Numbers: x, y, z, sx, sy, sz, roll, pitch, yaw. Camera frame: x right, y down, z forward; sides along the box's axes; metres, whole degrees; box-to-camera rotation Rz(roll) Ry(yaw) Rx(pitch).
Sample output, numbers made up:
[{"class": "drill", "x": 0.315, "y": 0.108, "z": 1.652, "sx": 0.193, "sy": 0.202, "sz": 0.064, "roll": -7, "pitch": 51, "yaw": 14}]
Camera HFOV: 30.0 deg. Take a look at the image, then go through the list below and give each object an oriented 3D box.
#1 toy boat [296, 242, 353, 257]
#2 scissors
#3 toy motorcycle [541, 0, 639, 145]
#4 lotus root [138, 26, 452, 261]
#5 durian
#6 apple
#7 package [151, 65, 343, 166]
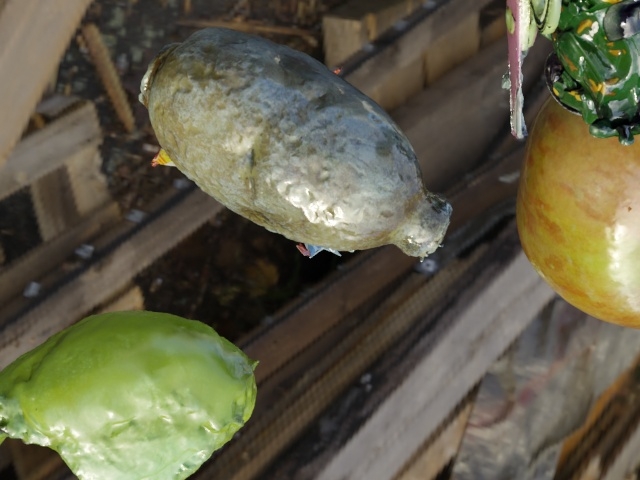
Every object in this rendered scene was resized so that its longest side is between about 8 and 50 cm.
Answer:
[{"class": "toy boat", "x": -0.002, "y": -0.009, "z": 2.245, "sx": 0.149, "sy": 0.105, "sz": 0.034, "roll": -11, "pitch": 144, "yaw": -38}, {"class": "scissors", "x": 0.130, "y": -0.145, "z": 0.766, "sx": 0.187, "sy": 0.020, "sz": 0.133, "roll": 83, "pitch": -1, "yaw": -54}, {"class": "toy motorcycle", "x": 0.292, "y": -0.206, "z": 1.162, "sx": 0.125, "sy": 0.187, "sz": 0.274, "roll": -33, "pitch": 142, "yaw": -23}, {"class": "lotus root", "x": -0.026, "y": -0.095, "z": 1.168, "sx": 0.175, "sy": 0.350, "sz": 0.175, "roll": -57, "pitch": 169, "yaw": -17}, {"class": "durian", "x": -0.254, "y": 0.211, "z": 1.577, "sx": 0.340, "sy": 0.204, "sz": 0.255, "roll": -35, "pitch": 97, "yaw": -7}, {"class": "apple", "x": 0.451, "y": -0.076, "z": 1.602, "sx": 0.400, "sy": 0.333, "sz": 0.400, "roll": -9, "pitch": 124, "yaw": -13}, {"class": "package", "x": -0.115, "y": -0.186, "z": 1.852, "sx": 0.223, "sy": 0.288, "sz": 0.108, "roll": -27, "pitch": 96, "yaw": -36}]
